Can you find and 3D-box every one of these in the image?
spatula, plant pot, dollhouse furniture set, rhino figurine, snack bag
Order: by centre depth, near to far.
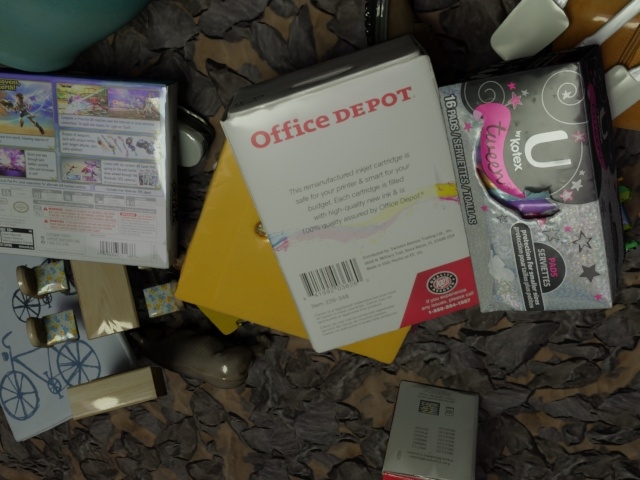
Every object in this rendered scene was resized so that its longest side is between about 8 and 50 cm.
[{"bbox_3d":[0.315,-0.237,0.745,0.168,0.019,0.242,45,129,-1],"label":"spatula"},{"bbox_3d":[-0.313,-0.339,0.824,0.271,0.271,0.255,45,131,-10],"label":"plant pot"},{"bbox_3d":[-0.297,0.112,0.999,0.212,0.161,0.242,-14,82,-8],"label":"dollhouse furniture set"},{"bbox_3d":[-0.208,0.171,1.126,0.243,0.106,0.073,11,115,17],"label":"rhino figurine"},{"bbox_3d":[-0.464,0.131,1.170,0.323,0.037,0.342,-29,86,26],"label":"snack bag"}]

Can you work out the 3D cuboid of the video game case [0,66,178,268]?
[{"bbox_3d":[-0.324,-0.096,0.944,0.270,0.061,0.244,5,110,3],"label":"video game case"}]

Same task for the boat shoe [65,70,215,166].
[{"bbox_3d":[-0.253,-0.174,0.989,0.219,0.070,0.077,27,130,-5],"label":"boat shoe"}]

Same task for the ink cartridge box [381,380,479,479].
[{"bbox_3d":[0.149,0.420,1.066,0.130,0.272,0.309,8,117,10],"label":"ink cartridge box"}]

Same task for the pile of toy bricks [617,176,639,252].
[{"bbox_3d":[0.348,-0.031,0.898,0.212,0.118,0.105,-27,75,34],"label":"pile of toy bricks"}]

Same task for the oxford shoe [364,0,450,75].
[{"bbox_3d":[0.105,-0.245,0.867,0.096,0.083,0.227,-9,115,-3],"label":"oxford shoe"}]

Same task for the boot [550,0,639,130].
[{"bbox_3d":[0.409,-0.218,0.787,0.295,0.104,0.211,14,124,15],"label":"boot"}]

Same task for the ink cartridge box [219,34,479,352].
[{"bbox_3d":[0.049,-0.050,0.825,0.226,0.131,0.306,-16,114,7],"label":"ink cartridge box"}]

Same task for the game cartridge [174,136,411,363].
[{"bbox_3d":[0.000,0.000,0.949,0.324,0.052,0.285,19,114,-11],"label":"game cartridge"}]

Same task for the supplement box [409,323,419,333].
[{"bbox_3d":[0.109,0.093,1.043,0.083,0.043,0.055,19,117,6],"label":"supplement box"}]

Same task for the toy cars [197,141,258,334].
[{"bbox_3d":[-0.067,-0.044,1.000,0.177,0.087,0.393,11,115,-5],"label":"toy cars"}]

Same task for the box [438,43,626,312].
[{"bbox_3d":[0.235,-0.066,0.760,0.142,0.163,0.247,-6,107,29],"label":"box"}]
